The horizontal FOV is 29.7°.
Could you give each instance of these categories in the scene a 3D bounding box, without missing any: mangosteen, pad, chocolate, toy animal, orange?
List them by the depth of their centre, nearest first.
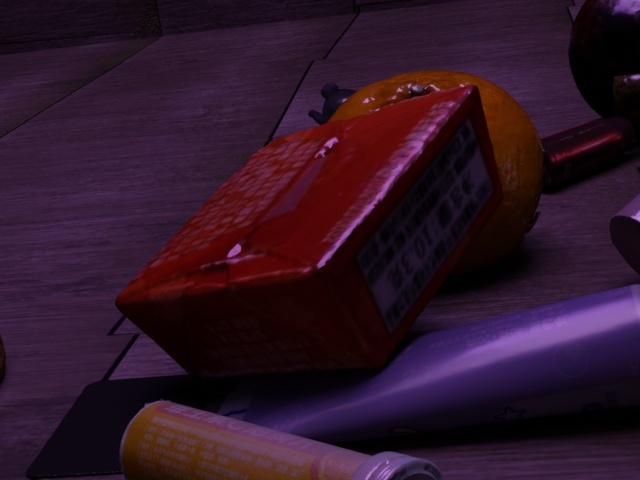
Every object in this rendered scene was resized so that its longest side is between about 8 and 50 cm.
[{"bbox_3d":[-0.144,0.135,0.904,0.112,0.003,0.157,-5,18,9],"label":"pad"},{"bbox_3d":[0.000,0.000,0.925,0.234,0.108,0.237,-12,27,44],"label":"chocolate"},{"bbox_3d":[0.099,-0.062,1.126,0.219,0.193,0.219,7,26,-3],"label":"orange"},{"bbox_3d":[0.401,-0.222,1.459,0.216,0.216,0.216,-7,18,2],"label":"mangosteen"},{"bbox_3d":[0.116,-0.173,1.635,0.269,0.082,0.137,-1,21,8],"label":"toy animal"}]

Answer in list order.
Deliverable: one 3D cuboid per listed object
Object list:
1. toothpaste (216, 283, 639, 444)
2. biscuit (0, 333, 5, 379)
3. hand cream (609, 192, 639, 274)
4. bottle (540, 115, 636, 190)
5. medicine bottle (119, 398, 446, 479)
[{"bbox_3d":[0.097,0.090,0.835,0.371,0.080,0.125,-10,18,12],"label":"toothpaste"},{"bbox_3d":[-0.399,0.132,0.949,0.275,0.052,0.355,2,21,28],"label":"biscuit"},{"bbox_3d":[0.361,-0.061,1.016,0.248,0.083,0.133,-40,36,-13],"label":"hand cream"},{"bbox_3d":[0.293,-0.104,1.372,0.164,0.060,0.060,-20,21,-35],"label":"bottle"},{"bbox_3d":[-0.030,0.144,0.719,0.218,0.074,0.074,6,22,43],"label":"medicine bottle"}]
